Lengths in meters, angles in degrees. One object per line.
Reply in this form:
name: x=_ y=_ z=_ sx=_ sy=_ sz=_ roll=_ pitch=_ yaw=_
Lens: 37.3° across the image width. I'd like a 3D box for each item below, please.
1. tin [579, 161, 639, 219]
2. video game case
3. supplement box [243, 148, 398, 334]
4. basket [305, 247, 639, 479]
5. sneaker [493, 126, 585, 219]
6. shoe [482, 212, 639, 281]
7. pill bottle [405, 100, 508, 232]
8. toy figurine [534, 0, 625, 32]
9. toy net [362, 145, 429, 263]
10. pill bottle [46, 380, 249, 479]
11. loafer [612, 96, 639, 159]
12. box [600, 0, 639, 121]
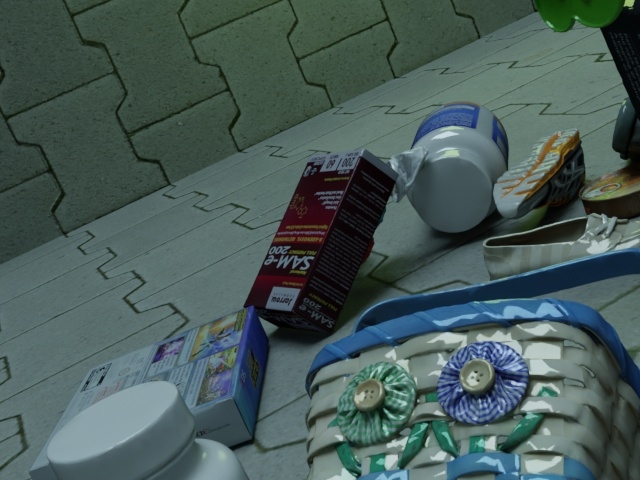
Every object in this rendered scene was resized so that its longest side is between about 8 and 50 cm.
tin: x=0.427 y=-0.074 z=1.209 sx=0.189 sy=0.040 sz=0.106 roll=-20 pitch=12 yaw=9
video game case: x=-0.190 y=0.191 z=1.138 sx=0.244 sy=0.061 sz=0.269 roll=-22 pitch=15 yaw=8
supplement box: x=0.000 y=0.000 z=1.270 sx=0.130 sy=0.073 sz=0.239 roll=-1 pitch=62 yaw=55
basket: x=0.121 y=0.120 z=0.670 sx=0.254 sy=0.201 sz=0.289 roll=-17 pitch=26 yaw=25
sneaker: x=0.313 y=-0.080 z=1.308 sx=0.084 sy=0.083 sz=0.215 roll=-6 pitch=25 yaw=45
shoe: x=0.289 y=0.007 z=1.086 sx=0.219 sy=0.058 sz=0.076 roll=-14 pitch=18 yaw=29
pill bottle: x=0.204 y=-0.108 z=1.420 sx=0.152 sy=0.152 sz=0.272 roll=-18 pitch=16 yaw=18
toy figurine: x=0.302 y=-0.279 z=0.897 sx=0.159 sy=0.130 sz=0.173 roll=-23 pitch=-11 yaw=-12
toy net: x=0.074 y=-0.048 z=1.340 sx=0.232 sy=0.045 sz=0.122 roll=-53 pitch=17 yaw=40
pill bottle: x=-0.090 y=0.211 z=0.626 sx=0.124 sy=0.222 sz=0.124 roll=-21 pitch=16 yaw=6
loafer: x=0.457 y=-0.149 z=1.302 sx=0.084 sy=0.096 sz=0.267 roll=15 pitch=14 yaw=21
box: x=0.573 y=-0.178 z=0.770 sx=0.480 sy=0.297 sz=0.472 roll=-31 pitch=17 yaw=-1
